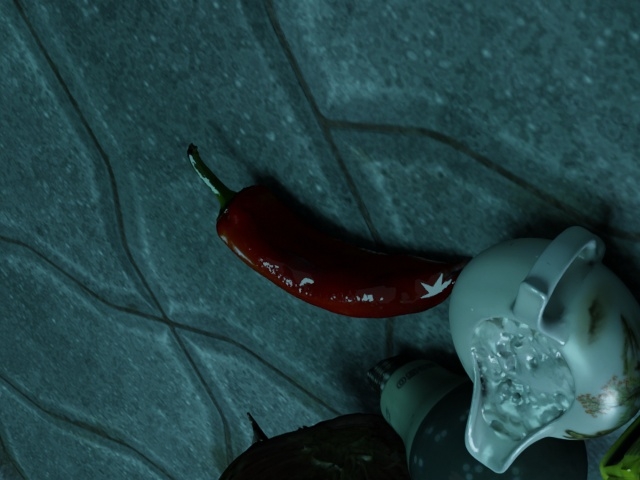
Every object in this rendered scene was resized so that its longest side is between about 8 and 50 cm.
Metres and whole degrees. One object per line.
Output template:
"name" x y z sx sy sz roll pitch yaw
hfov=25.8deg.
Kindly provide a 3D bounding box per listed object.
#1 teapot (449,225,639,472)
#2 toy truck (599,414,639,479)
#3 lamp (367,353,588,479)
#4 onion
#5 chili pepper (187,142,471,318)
"teapot" 0.203 0.090 1.272 0.204 0.139 0.298 32 143 28
"toy truck" 0.377 0.271 1.301 0.272 0.124 0.157 48 162 -10
"lamp" 0.137 0.212 1.488 0.314 0.182 0.182 22 144 41
"onion" 0.034 0.340 1.637 0.353 0.353 0.353 34 150 23
"chili pepper" 0.003 0.007 1.529 0.368 0.092 0.137 22 125 27
